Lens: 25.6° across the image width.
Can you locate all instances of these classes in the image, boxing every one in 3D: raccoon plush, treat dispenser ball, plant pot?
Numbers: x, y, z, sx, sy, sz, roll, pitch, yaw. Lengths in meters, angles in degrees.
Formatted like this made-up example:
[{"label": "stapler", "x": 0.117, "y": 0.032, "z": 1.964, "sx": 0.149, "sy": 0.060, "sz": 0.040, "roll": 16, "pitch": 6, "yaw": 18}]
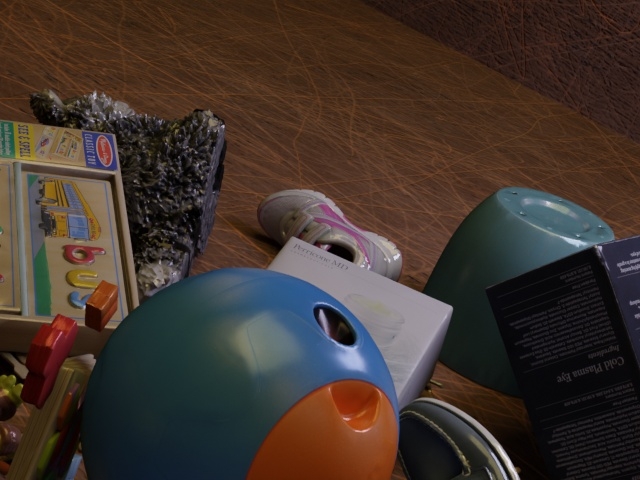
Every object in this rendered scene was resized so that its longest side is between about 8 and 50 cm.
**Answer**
[{"label": "raccoon plush", "x": -0.306, "y": -0.082, "z": 1.996, "sx": 0.299, "sy": 0.216, "sz": 0.446, "roll": 11, "pitch": 22, "yaw": 1}, {"label": "treat dispenser ball", "x": -0.072, "y": 0.168, "z": 1.276, "sx": 0.288, "sy": 0.288, "sz": 0.288, "roll": 16, "pitch": 21, "yaw": -7}, {"label": "plant pot", "x": 0.306, "y": 0.062, "z": 2.080, "sx": 0.293, "sy": 0.235, "sz": 0.293, "roll": 16, "pitch": 21, "yaw": -6}]

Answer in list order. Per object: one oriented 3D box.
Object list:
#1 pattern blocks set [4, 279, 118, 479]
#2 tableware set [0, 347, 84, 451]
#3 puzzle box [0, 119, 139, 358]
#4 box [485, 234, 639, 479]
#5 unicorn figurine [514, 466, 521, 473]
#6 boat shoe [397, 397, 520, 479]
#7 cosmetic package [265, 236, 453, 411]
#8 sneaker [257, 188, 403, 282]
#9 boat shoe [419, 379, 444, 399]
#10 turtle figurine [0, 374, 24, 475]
[{"label": "pattern blocks set", "x": -0.242, "y": 0.176, "z": 1.286, "sx": 0.026, "sy": 0.286, "sz": 0.325, "roll": 21, "pitch": 7, "yaw": 3}, {"label": "tableware set", "x": -0.279, "y": 0.170, "z": 1.604, "sx": 0.128, "sy": 0.039, "sz": 0.194, "roll": -8, "pitch": 32, "yaw": -42}, {"label": "puzzle box", "x": -0.372, "y": -0.015, "z": 1.743, "sx": 0.272, "sy": 0.052, "sz": 0.409, "roll": 6, "pitch": 37, "yaw": -20}, {"label": "box", "x": 0.414, "y": 0.160, "z": 1.794, "sx": 0.343, "sy": 0.179, "sz": 0.313, "roll": -8, "pitch": 77, "yaw": -49}, {"label": "unicorn figurine", "x": 0.221, "y": 0.309, "z": 1.664, "sx": 0.111, "sy": 0.060, "sz": 0.162, "roll": -1, "pitch": 11, "yaw": -44}, {"label": "boat shoe", "x": 0.156, "y": 0.298, "z": 1.483, "sx": 0.099, "sy": 0.116, "sz": 0.319, "roll": -4, "pitch": 49, "yaw": -40}, {"label": "cosmetic package", "x": 0.007, "y": 0.143, "z": 1.678, "sx": 0.224, "sy": 0.138, "sz": 0.225, "roll": 23, "pitch": 41, "yaw": 12}, {"label": "sneaker", "x": 0.000, "y": 0.000, "z": 2.159, "sx": 0.252, "sy": 0.103, "sz": 0.111, "roll": 27, "pitch": 21, "yaw": 23}, {"label": "boat shoe", "x": 0.074, "y": 0.164, "z": 1.837, "sx": 0.104, "sy": 0.089, "sz": 0.285, "roll": 1, "pitch": 28, "yaw": -39}, {"label": "turtle figurine", "x": -0.360, "y": 0.200, "z": 1.399, "sx": 0.269, "sy": 0.087, "sz": 0.217, "roll": 22, "pitch": 12, "yaw": 31}]
